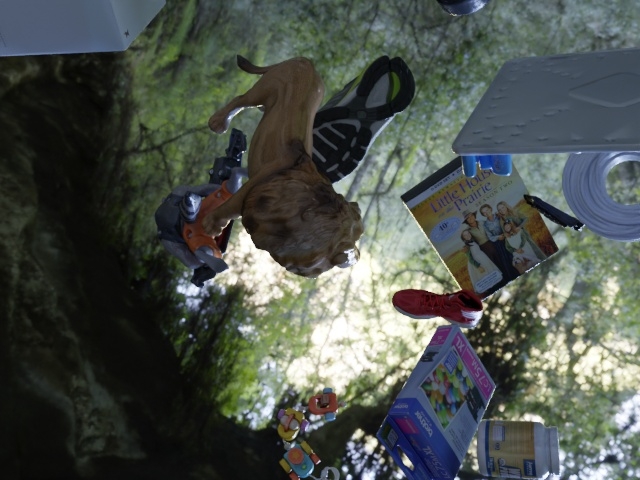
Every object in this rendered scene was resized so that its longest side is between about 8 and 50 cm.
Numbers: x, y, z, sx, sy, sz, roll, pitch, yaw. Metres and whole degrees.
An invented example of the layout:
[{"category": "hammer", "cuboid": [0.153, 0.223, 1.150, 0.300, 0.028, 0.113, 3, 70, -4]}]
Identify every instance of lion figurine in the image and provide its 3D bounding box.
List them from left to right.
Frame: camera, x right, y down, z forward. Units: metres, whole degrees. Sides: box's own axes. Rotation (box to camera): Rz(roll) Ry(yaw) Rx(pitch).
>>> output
[{"category": "lion figurine", "cuboid": [-0.051, -0.131, 0.870, 0.142, 0.392, 0.240, 7, 161, -39]}]

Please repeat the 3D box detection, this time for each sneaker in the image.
[{"category": "sneaker", "cuboid": [0.030, -0.173, 1.013, 0.111, 0.300, 0.121, 52, 155, -10]}, {"category": "sneaker", "cuboid": [0.288, 0.141, 1.533, 0.221, 0.087, 0.128, 9, 151, 4]}]

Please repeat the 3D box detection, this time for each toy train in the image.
[{"category": "toy train", "cuboid": [-0.016, 0.336, 1.104, 0.125, 0.046, 0.166, -4, -122, 5]}]

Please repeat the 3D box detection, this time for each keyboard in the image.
[{"category": "keyboard", "cuboid": [0.388, -0.042, 1.048, 0.108, 0.023, 0.180, 31, -168, 9]}]

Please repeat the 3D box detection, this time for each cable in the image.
[{"category": "cable", "cuboid": [0.651, -0.127, 1.333, 0.257, 0.257, 0.089, 37, -161, 23]}]

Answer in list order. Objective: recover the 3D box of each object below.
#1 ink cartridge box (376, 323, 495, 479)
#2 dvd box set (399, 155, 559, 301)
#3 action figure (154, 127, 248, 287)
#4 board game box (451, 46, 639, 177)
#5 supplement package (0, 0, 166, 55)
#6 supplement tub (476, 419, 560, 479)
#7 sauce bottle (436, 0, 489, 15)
[{"category": "ink cartridge box", "cuboid": [0.243, 0.338, 1.273, 0.185, 0.065, 0.311, 56, -131, -16]}, {"category": "dvd box set", "cuboid": [0.456, -0.047, 1.783, 0.420, 0.308, 0.062, 53, -174, -27]}, {"category": "action figure", "cuboid": [-0.232, -0.084, 1.239, 0.179, 0.341, 0.330, 16, 170, -31]}, {"category": "board game box", "cuboid": [0.428, -0.195, 0.903, 0.390, 0.050, 0.390, 2, -148, 28]}, {"category": "supplement package", "cuboid": [-0.303, -0.317, 0.672, 0.203, 0.194, 0.149, 0, -141, 8]}, {"category": "supplement tub", "cuboid": [0.516, 0.544, 1.647, 0.200, 0.144, 0.144, -4, -176, 21]}, {"category": "sauce bottle", "cuboid": [0.060, -0.322, 0.533, 0.111, 0.111, 0.344, 38, -178, 41]}]
